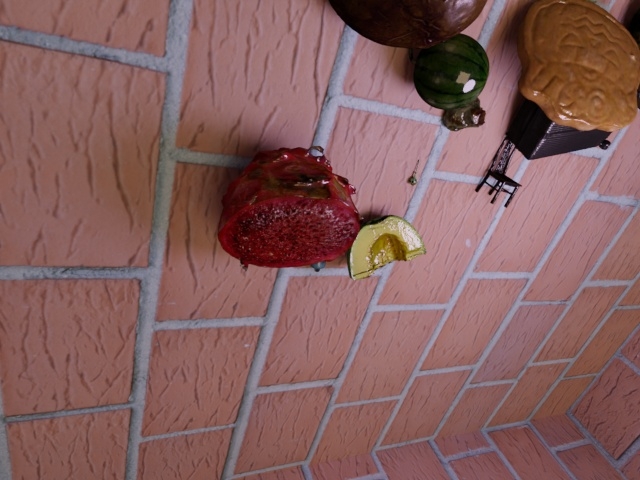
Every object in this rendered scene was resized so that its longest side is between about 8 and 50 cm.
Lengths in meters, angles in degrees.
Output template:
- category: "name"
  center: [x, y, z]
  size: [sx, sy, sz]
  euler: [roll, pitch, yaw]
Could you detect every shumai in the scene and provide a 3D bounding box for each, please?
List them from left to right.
- category: "shumai"
  center: [0.435, -0.364, 1.320]
  size: [0.124, 0.087, 0.099]
  euler: [-45, 131, 12]

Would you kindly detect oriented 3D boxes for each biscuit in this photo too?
- category: "biscuit"
  center: [0.715, -0.487, 1.227]
  size: [0.384, 0.062, 0.365]
  euler: [12, 82, -11]

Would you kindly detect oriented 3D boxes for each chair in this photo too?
- category: "chair"
  center: [0.622, -0.229, 1.496]
  size: [0.084, 0.101, 0.213]
  euler: [7, 121, -29]

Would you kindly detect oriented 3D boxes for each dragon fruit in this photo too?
- category: "dragon fruit"
  center: [-0.080, -0.089, 1.164]
  size: [0.370, 0.249, 0.386]
  euler: [-22, 149, 27]

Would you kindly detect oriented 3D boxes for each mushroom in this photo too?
- category: "mushroom"
  center: [0.174, -0.535, 0.922]
  size: [0.344, 0.345, 0.239]
  euler: [-5, 83, -22]

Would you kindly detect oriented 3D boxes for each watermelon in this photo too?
- category: "watermelon"
  center: [0.322, -0.436, 1.157]
  size: [0.188, 0.214, 0.188]
  euler: [-50, 150, -43]

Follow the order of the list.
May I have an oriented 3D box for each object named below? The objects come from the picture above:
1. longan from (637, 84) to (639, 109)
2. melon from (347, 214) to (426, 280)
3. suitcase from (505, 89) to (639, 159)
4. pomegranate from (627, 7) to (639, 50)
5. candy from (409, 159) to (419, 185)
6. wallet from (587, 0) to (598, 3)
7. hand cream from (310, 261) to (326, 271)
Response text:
- category: "longan"
  center: [1.145, -0.505, 1.503]
  size: [0.189, 0.189, 0.189]
  euler: [-13, 128, -17]
- category: "melon"
  center: [0.187, 0.001, 1.456]
  size: [0.264, 0.129, 0.169]
  euler: [-19, 107, -8]
- category: "suitcase"
  center: [0.785, -0.388, 1.390]
  size: [0.334, 0.152, 0.230]
  euler: [-13, 145, -17]
- category: "pomegranate"
  center: [1.067, -0.648, 1.340]
  size: [0.306, 0.242, 0.242]
  euler: [-46, 133, -15]
- category: "candy"
  center: [0.299, -0.214, 1.412]
  size: [0.023, 0.025, 0.083]
  euler: [-21, 126, -47]
- category: "wallet"
  center: [0.713, -0.762, 1.143]
  size: [0.309, 0.077, 0.223]
  euler: [22, 129, -38]
- category: "hand cream"
  center: [0.000, 0.000, 1.415]
  size: [0.083, 0.048, 0.224]
  euler: [-3, 118, -23]
